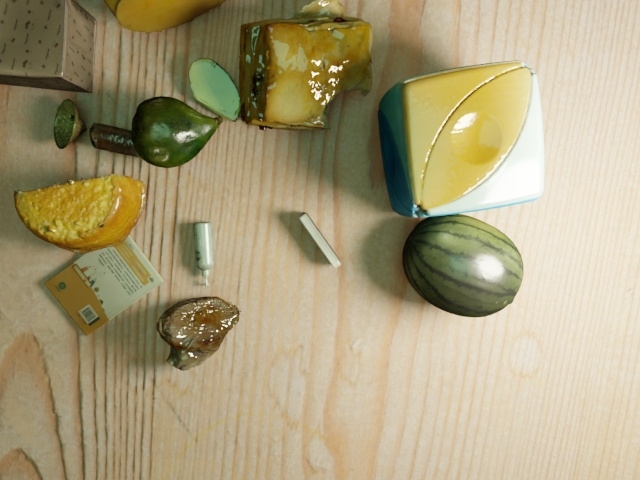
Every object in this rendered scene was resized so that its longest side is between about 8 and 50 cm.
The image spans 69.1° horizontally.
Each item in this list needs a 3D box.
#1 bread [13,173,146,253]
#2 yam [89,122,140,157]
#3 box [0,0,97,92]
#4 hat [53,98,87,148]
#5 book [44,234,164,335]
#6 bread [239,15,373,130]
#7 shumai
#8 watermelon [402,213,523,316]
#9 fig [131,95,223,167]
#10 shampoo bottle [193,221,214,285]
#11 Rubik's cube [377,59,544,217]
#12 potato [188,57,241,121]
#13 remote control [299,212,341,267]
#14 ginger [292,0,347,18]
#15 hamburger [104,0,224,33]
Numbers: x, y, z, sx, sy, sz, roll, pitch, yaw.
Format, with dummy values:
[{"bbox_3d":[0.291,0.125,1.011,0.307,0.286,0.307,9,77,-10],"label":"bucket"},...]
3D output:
[{"bbox_3d":[-0.661,-0.064,1.304,0.340,0.194,0.179,-11,82,-4],"label":"bread"},{"bbox_3d":[-0.591,-0.292,1.353,0.141,0.079,0.079,11,95,-3],"label":"yam"},{"bbox_3d":[-0.798,-0.545,1.267,0.297,0.190,0.225,6,95,-1],"label":"box"},{"bbox_3d":[-0.715,-0.332,1.355,0.146,0.067,0.146,-3,85,39],"label":"hat"},{"bbox_3d":[-0.657,0.126,1.415,0.295,0.020,0.208,-35,95,2],"label":"book"},{"bbox_3d":[-0.041,-0.443,1.262,0.370,0.191,0.314,1,113,-4],"label":"bread"},{"bbox_3d":[-0.380,0.271,1.394,0.184,0.218,0.185,43,135,6],"label":"shumai"},{"bbox_3d":[0.407,0.074,1.309,0.359,0.279,0.279,23,94,-2],"label":"watermelon"},{"bbox_3d":[-0.397,-0.309,1.298,0.245,0.195,0.195,-11,95,3],"label":"fig"},{"bbox_3d":[-0.348,0.042,1.398,0.056,0.056,0.195,-3,95,-1],"label":"shampoo bottle"},{"bbox_3d":[0.355,-0.251,1.243,0.347,0.351,0.352,-9,93,-1],"label":"Rubik's cube"},{"bbox_3d":[-0.302,-0.435,1.358,0.198,0.054,0.119,44,92,-9],"label":"potato"},{"bbox_3d":[0.000,0.000,1.388,0.029,0.087,0.190,-35,96,5],"label":"remote control"},{"bbox_3d":[-0.011,-0.609,1.328,0.193,0.115,0.123,-25,112,12],"label":"ginger"},{"bbox_3d":[-0.418,-0.740,1.170,0.395,0.396,0.277,-24,97,1],"label":"hamburger"}]
